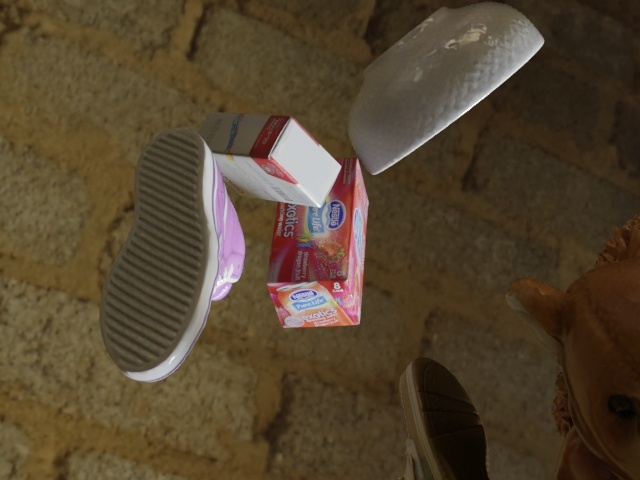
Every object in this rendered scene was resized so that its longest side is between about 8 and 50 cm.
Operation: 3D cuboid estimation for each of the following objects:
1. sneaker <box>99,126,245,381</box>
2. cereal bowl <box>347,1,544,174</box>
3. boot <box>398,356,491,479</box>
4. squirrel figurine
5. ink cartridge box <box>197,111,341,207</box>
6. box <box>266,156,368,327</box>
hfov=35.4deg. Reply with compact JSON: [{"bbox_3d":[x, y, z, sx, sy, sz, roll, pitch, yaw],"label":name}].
[{"bbox_3d":[-0.122,0.040,0.976,0.102,0.282,0.161,-6,138,15],"label":"sneaker"},{"bbox_3d":[0.170,-0.257,1.558,0.141,0.339,0.339,51,146,-4],"label":"cereal bowl"},{"bbox_3d":[0.079,0.229,0.896,0.077,0.213,0.165,10,141,-37],"label":"boot"},{"bbox_3d":[0.252,0.129,0.741,0.281,0.397,0.370,-15,124,15],"label":"squirrel figurine"},{"bbox_3d":[-0.080,-0.117,1.422,0.175,0.072,0.127,11,157,44],"label":"ink cartridge box"},{"bbox_3d":[0.000,0.000,1.582,0.128,0.257,0.122,-2,140,11],"label":"box"}]
